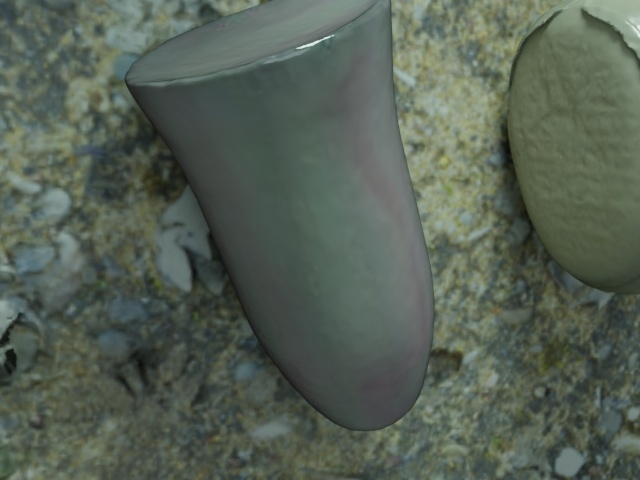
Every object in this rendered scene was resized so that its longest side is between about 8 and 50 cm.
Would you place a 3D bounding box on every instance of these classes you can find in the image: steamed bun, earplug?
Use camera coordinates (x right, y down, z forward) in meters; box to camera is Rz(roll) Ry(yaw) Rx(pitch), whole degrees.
[{"bbox_3d":[0.236,-0.075,0.703,0.130,0.177,0.228,-16,104,-27],"label":"steamed bun"},{"bbox_3d":[0.000,0.000,0.641,0.172,0.172,0.301,-25,116,-16],"label":"earplug"}]
